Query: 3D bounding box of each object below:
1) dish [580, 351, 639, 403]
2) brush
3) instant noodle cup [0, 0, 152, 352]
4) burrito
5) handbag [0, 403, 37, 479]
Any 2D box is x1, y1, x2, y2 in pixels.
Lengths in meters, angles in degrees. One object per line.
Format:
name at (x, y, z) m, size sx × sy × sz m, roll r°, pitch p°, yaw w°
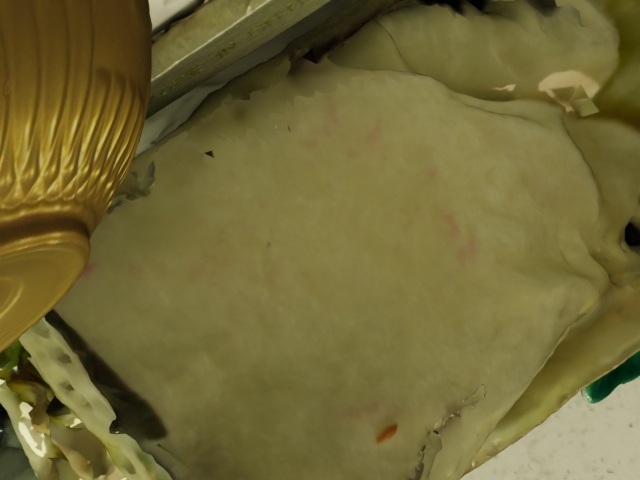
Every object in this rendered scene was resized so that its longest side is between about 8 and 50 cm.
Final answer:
dish at (0.168, -0.028, 1.125) m, size 0.078 × 0.246 × 0.224 m, roll 16°, pitch -156°, yaw 34°
brush at (-0.109, -0.026, 0.657) m, size 0.336 × 0.020 × 0.085 m, roll -33°, pitch 170°, yaw 8°
instant noodle cup at (-0.138, -0.003, 0.488) m, size 0.274 × 0.091 × 0.274 m, roll -31°, pitch 171°, yaw -6°
burrito at (0.032, 0.011, 0.717) m, size 0.332 × 0.190 × 0.135 m, roll -37°, pitch 176°, yaw -30°
handbag at (-0.090, 0.066, 0.911) m, size 0.269 × 0.118 × 0.326 m, roll -23°, pitch 165°, yaw -37°
